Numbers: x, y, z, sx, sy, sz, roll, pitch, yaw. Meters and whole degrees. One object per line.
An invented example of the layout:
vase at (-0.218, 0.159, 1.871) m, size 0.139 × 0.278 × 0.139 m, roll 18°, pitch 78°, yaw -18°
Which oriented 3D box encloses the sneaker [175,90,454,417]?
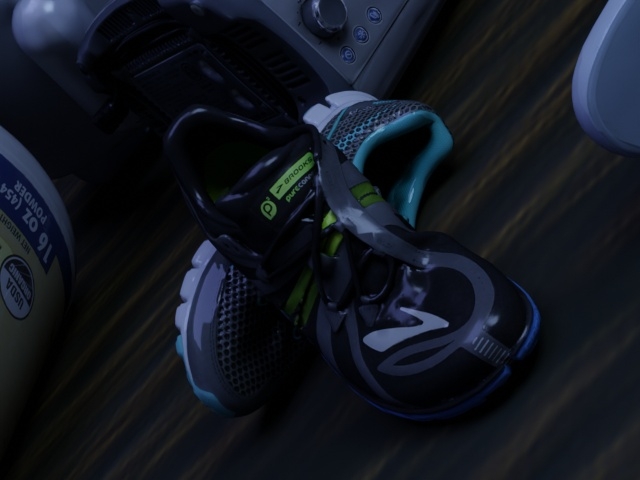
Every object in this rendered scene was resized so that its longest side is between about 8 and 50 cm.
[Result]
sneaker at (0.000, 0.000, 0.700) m, size 0.076 × 0.065 × 0.166 m, roll -5°, pitch 51°, yaw 55°

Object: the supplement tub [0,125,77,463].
supplement tub at (-0.277, 0.082, 0.878) m, size 0.228 × 0.228 × 0.316 m, roll -34°, pitch 27°, yaw 36°

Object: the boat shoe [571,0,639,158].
boat shoe at (0.144, -0.101, 0.586) m, size 0.183 × 0.065 × 0.083 m, roll -47°, pitch 18°, yaw -9°

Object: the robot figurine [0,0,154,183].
robot figurine at (-0.214, -0.165, 1.009) m, size 0.300 × 0.353 × 0.200 m, roll 32°, pitch 84°, yaw 35°

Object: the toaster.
toaster at (-0.026, -0.121, 0.864) m, size 0.146 × 0.129 × 0.227 m, roll -55°, pitch 17°, yaw -23°

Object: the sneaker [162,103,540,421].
sneaker at (0.002, 0.004, 0.614) m, size 0.067 × 0.078 × 0.188 m, roll -51°, pitch 49°, yaw -4°
